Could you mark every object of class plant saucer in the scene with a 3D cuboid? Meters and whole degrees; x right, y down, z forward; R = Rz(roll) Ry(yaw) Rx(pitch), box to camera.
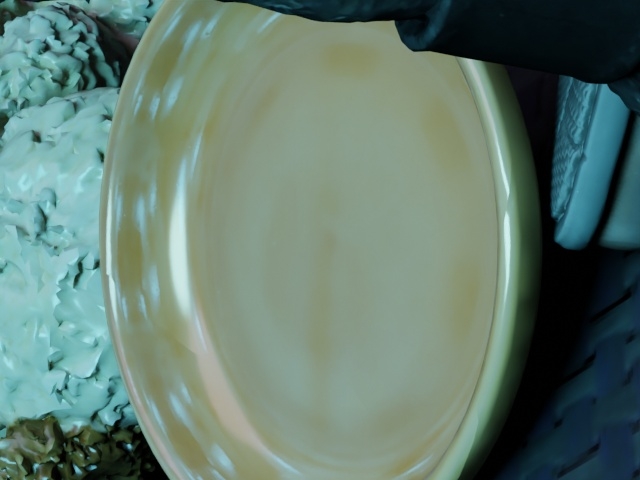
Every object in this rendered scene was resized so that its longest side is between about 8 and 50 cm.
[{"bbox_3d":[0.000,0.000,0.615,0.200,0.037,0.200,3,94,49],"label":"plant saucer"}]

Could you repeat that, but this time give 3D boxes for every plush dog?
[{"bbox_3d":[-0.116,-0.011,0.772,0.225,0.210,0.262,25,87,36],"label":"plush dog"}]

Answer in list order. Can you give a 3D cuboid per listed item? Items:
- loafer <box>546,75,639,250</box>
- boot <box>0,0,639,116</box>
[{"bbox_3d":[0.127,-0.122,0.537,0.096,0.084,0.268,-117,38,-87],"label":"loafer"},{"bbox_3d":[0.071,-0.032,0.313,0.131,0.260,0.348,-50,40,41],"label":"boot"}]
